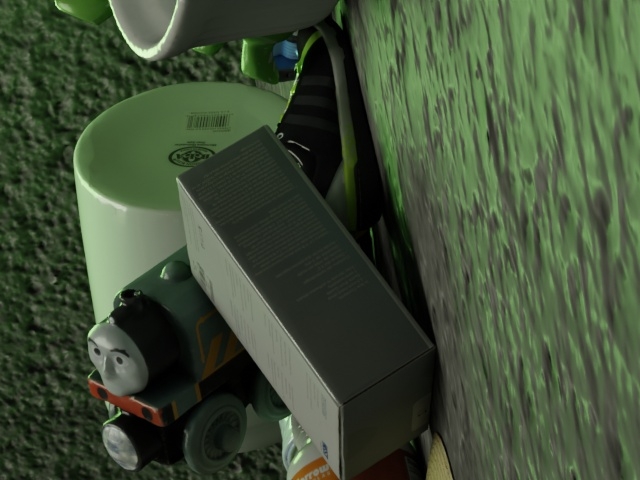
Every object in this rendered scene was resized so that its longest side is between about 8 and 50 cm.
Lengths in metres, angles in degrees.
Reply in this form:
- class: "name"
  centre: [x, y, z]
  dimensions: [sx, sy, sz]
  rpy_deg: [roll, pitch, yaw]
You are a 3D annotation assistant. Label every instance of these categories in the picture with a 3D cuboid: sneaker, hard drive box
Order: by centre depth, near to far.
- class: "hard drive box"
  centre: [-0.012, 0.053, 1.465]
  dimensions: [0.232, 0.089, 0.181]
  rpy_deg: [54, 166, 21]
- class: "sneaker"
  centre: [-0.012, -0.103, 1.611]
  dimensions: [0.084, 0.097, 0.235]
  rpy_deg: [85, 174, -53]

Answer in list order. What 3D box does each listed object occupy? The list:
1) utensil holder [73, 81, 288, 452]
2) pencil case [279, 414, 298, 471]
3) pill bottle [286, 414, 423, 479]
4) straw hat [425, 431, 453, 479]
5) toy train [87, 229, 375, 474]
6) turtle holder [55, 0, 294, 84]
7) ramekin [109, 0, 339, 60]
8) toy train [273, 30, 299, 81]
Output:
- class: "utensil holder"
  centre: [-0.147, 0.034, 2.402]
  dimensions: [0.327, 0.327, 0.385]
  rpy_deg: [-104, 8, -53]
- class: "pencil case"
  centre: [-0.003, 0.159, 2.107]
  dimensions: [0.273, 0.113, 0.124]
  rpy_deg: [-105, 16, -54]
- class: "pill bottle"
  centre: [0.036, 0.243, 1.622]
  dimensions: [0.121, 0.121, 0.216]
  rpy_deg: [85, 173, -56]
- class: "straw hat"
  centre: [0.075, 0.227, 1.445]
  dimensions: [0.144, 0.061, 0.144]
  rpy_deg: [170, 90, -87]
- class: "toy train"
  centre: [-0.077, 0.068, 1.674]
  dimensions: [0.142, 0.334, 0.190]
  rpy_deg: [19, 131, 39]
- class: "turtle holder"
  centre: [-0.111, -0.279, 1.583]
  dimensions: [0.320, 0.243, 0.227]
  rpy_deg: [-105, 36, -82]
- class: "ramekin"
  centre: [-0.071, -0.270, 1.308]
  dimensions: [0.277, 0.135, 0.277]
  rpy_deg: [174, 90, -70]
- class: "toy train"
  centre: [-0.032, -0.225, 1.824]
  dimensions: [0.184, 0.080, 0.105]
  rpy_deg: [112, 139, -79]
